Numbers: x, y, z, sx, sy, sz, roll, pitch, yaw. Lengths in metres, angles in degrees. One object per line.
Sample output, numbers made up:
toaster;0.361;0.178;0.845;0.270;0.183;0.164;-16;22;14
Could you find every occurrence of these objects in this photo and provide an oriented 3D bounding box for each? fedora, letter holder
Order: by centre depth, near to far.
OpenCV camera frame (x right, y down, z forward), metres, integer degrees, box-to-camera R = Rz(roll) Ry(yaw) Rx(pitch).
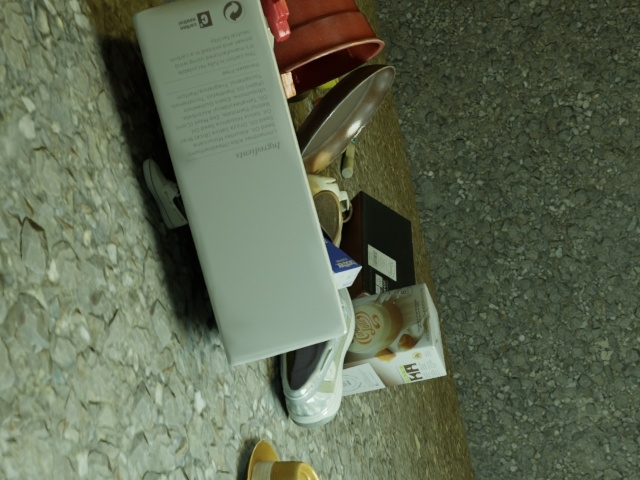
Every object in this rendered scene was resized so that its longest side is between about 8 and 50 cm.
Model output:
fedora;-0.041;0.370;1.227;0.194;0.079;0.194;-13;90;-76
letter holder;0.078;0.086;1.894;0.152;0.214;0.302;30;38;-25

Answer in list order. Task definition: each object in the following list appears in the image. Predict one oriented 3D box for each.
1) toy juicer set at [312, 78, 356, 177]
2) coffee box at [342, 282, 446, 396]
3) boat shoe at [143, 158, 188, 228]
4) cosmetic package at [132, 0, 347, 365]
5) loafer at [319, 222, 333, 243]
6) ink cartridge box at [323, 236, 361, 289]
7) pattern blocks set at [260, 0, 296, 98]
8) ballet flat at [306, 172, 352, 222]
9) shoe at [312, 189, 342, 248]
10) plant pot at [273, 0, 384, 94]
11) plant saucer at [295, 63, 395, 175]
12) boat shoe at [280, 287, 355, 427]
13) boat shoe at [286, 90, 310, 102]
toy juicer set;0.066;-0.288;2.281;0.329;0.089;0.209;61;20;-48
coffee box;0.087;0.183;1.563;0.098;0.246;0.141;62;19;-45
boat shoe;-0.196;-0.062;1.134;0.035;0.035;0.100;-74;148;-63
cosmetic package;-0.101;-0.085;1.183;0.230;0.161;0.453;-122;-164;-87
loafer;-0.063;-0.089;1.550;0.109;0.095;0.302;-77;151;-49
ink cartridge box;-0.024;0.046;1.467;0.097;0.046;0.207;38;23;22
pattern blocks set;-0.120;-0.346;1.401;0.285;0.026;0.325;57;-15;23
ballet flat;-0.004;-0.086;1.767;0.316;0.106;0.108;16;62;-74
shoe;0.000;0.000;1.695;0.058;0.076;0.219;-76;173;-66
plant pot;-0.055;-0.435;1.652;0.265;0.272;0.272;67;14;1
plant saucer;0.035;-0.249;1.811;0.050;0.310;0.310;41;11;9
boat shoe;-0.013;0.156;1.483;0.103;0.118;0.320;69;22;-43
boat shoe;-0.062;-0.443;1.880;0.103;0.113;0.302;65;17;-56
